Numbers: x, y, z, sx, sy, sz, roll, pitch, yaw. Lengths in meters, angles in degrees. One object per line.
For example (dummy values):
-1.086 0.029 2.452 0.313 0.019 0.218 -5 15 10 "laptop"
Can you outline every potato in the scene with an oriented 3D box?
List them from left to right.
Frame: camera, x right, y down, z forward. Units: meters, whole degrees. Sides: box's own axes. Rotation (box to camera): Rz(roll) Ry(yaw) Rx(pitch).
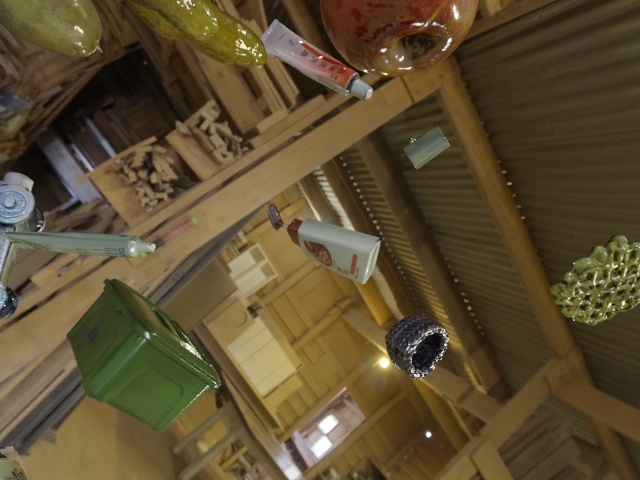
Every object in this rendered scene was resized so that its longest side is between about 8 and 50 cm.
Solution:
-0.626 -0.531 0.983 0.251 0.174 0.159 32 24 -41 "potato"

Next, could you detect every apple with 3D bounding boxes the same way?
0.173 -0.551 0.962 0.348 0.348 0.277 118 -35 -73 "apple"

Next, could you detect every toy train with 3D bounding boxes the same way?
-0.614 0.011 0.718 0.131 0.202 0.300 151 -52 -62 "toy train"

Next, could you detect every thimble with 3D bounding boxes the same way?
0.171 0.187 0.746 0.066 0.104 0.095 22 -59 57 "thimble"

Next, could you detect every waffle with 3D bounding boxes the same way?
0.887 0.137 1.305 0.297 0.317 0.073 37 19 -22 "waffle"

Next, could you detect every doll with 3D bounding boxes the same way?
-0.125 -0.212 0.328 0.137 0.097 0.209 45 15 33 "doll"

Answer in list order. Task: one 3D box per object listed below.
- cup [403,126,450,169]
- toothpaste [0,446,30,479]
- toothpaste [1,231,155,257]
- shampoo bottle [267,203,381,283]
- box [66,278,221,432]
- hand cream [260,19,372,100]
0.224 -0.198 0.895 0.054 0.083 0.075 51 20 -16 "cup"
-0.381 0.403 0.566 0.314 0.056 0.058 42 -56 23 "toothpaste"
-0.315 0.004 0.556 0.048 0.197 0.029 83 11 -65 "toothpaste"
0.000 0.000 1.018 0.284 0.071 0.153 22 -33 16 "shampoo bottle"
-0.396 0.246 0.922 0.328 0.178 0.253 23 -22 52 "box"
-0.008 -0.287 0.678 0.216 0.052 0.038 35 -31 13 "hand cream"
